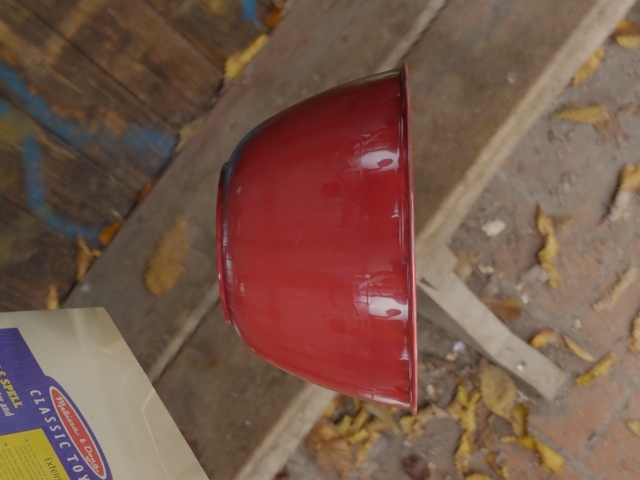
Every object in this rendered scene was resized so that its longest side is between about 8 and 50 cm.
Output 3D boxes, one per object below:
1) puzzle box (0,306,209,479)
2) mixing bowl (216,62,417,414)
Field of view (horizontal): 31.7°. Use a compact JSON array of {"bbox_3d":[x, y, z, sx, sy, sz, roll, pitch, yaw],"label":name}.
[{"bbox_3d":[-0.112,0.216,0.612,0.052,0.272,0.409,-39,74,18],"label":"puzzle box"},{"bbox_3d":[0.000,0.000,0.589,0.098,0.181,0.181,-1,62,3],"label":"mixing bowl"}]
